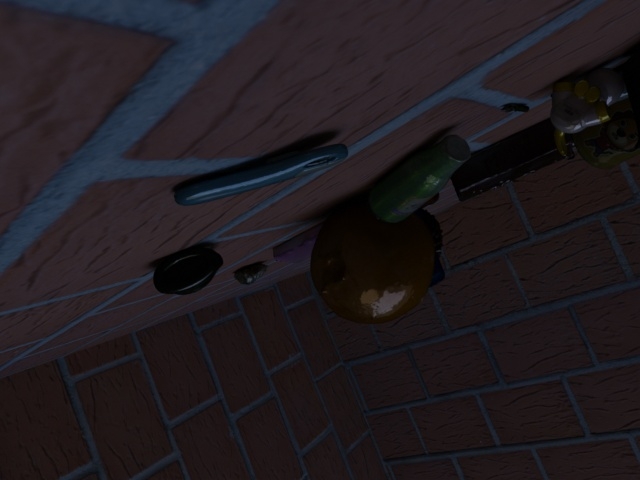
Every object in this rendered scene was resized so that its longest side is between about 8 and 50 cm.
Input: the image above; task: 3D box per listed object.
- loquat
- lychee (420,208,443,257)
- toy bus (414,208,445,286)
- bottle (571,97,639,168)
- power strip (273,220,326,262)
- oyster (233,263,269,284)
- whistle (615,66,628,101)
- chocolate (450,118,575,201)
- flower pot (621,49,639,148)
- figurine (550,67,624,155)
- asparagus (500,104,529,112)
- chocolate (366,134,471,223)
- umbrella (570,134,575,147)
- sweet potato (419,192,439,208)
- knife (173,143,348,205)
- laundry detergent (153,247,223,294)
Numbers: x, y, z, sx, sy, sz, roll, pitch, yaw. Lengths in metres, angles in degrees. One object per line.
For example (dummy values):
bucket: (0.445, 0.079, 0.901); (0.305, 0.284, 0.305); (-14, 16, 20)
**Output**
loquat: (0.133, 0.051, 1.209); (0.328, 0.329, 0.328); (-22, 175, -2)
lychee: (0.277, 0.025, 1.699); (0.305, 0.306, 0.330); (-19, 178, -31)
toy bus: (0.238, 0.015, 1.455); (0.175, 0.288, 0.138); (-25, 174, 42)
bottle: (0.803, -0.315, 1.158); (0.171, 0.172, 0.351); (-20, 172, -23)
power strip: (-0.021, 0.005, 1.453); (0.278, 0.038, 0.109); (-26, 152, 36)
oyster: (-0.250, 0.122, 1.740); (0.124, 0.064, 0.177); (-30, 173, 28)
whistle: (0.671, -0.343, 0.888); (0.312, 0.062, 0.062); (-24, 174, 23)
chocolate: (0.494, -0.217, 1.253); (0.321, 0.112, 0.112); (-23, 165, 16)
flower pot: (0.607, -0.274, 0.796); (0.235, 0.148, 0.235); (-28, 171, -5)
figurine: (0.474, -0.240, 0.864); (0.178, 0.109, 0.130); (-36, 149, -35)
asparagus: (0.356, -0.240, 0.876); (0.114, 0.014, 0.015); (-15, 155, -48)
chocolate: (0.196, -0.122, 0.960); (0.110, 0.110, 0.291); (-20, 172, -21)
umbrella: (0.854, -0.354, 1.389); (0.326, 0.090, 0.094); (-25, 177, 31)
sweet potato: (0.359, -0.141, 1.650); (0.058, 0.055, 0.202); (10, -162, 37)
knife: (-0.070, -0.084, 0.593); (0.221, 0.032, 0.064); (-18, 178, -12)
laundry detergent: (-0.277, 0.073, 1.042); (0.144, 0.078, 0.222); (-26, 175, -10)
